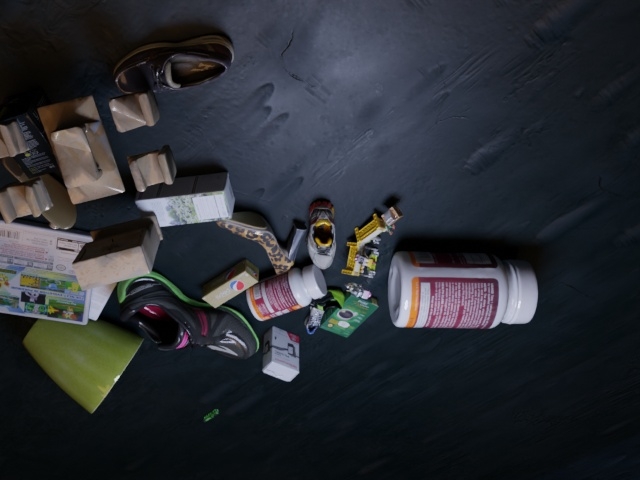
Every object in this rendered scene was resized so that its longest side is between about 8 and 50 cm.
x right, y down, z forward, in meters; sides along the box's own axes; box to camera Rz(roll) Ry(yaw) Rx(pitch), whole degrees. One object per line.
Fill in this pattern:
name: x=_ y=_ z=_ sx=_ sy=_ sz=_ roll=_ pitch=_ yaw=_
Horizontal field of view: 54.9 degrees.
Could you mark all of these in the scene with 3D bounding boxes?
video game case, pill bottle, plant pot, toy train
video game case: x=-0.816 y=0.087 z=1.753 sx=0.328 sy=0.036 sz=0.300 roll=11 pitch=114 yaw=-14
pill bottle: x=-0.101 y=0.153 z=1.847 sx=0.221 sy=0.121 sz=0.121 roll=-20 pitch=130 yaw=15
pill bottle: x=0.408 y=0.146 z=1.802 sx=0.392 sy=0.224 sz=0.224 roll=2 pitch=132 yaw=-4
plant pot: x=-0.752 y=0.339 z=1.913 sx=0.293 sy=0.275 sz=0.275 roll=36 pitch=123 yaw=-10
toy train: x=-0.420 y=0.673 z=2.365 sx=0.017 sy=0.024 sz=0.083 roll=34 pitch=122 yaw=-29

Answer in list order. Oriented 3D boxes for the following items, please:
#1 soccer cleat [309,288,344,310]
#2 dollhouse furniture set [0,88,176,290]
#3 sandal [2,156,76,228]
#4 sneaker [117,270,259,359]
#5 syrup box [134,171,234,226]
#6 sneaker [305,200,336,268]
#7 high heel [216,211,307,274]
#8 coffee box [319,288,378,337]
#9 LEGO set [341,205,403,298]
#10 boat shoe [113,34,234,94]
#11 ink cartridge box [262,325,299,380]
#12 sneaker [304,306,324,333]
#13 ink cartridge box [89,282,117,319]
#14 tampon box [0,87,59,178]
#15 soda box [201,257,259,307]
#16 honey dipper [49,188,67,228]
soccer cleat: x=-0.014 y=0.183 z=1.908 sx=0.178 sy=0.072 sz=0.060 roll=1 pitch=132 yaw=2
dollhouse furniture set: x=-0.509 y=-0.127 z=1.412 sx=0.362 sy=0.256 sz=0.394 roll=-15 pitch=110 yaw=-5
sandal: x=-0.728 y=-0.135 z=1.596 sx=0.079 sy=0.088 sz=0.240 roll=5 pitch=136 yaw=53
sneaker: x=-0.409 y=0.272 z=1.882 sx=0.482 sy=0.202 sz=0.185 roll=29 pitch=125 yaw=-26
syrup box: x=-0.353 y=-0.106 z=1.614 sx=0.236 sy=0.096 sz=0.093 roll=-6 pitch=129 yaw=4
sneaker: x=0.000 y=0.000 z=1.733 sx=0.088 sy=0.093 sz=0.225 roll=-4 pitch=133 yaw=1
high heel: x=-0.183 y=0.018 z=1.735 sx=0.261 sy=0.093 sz=0.186 roll=9 pitch=126 yaw=-22
coffee box: x=0.090 y=0.234 z=1.985 sx=0.113 sy=0.040 sz=0.184 roll=23 pitch=127 yaw=-22
LEGO set: x=0.159 y=0.022 z=1.759 sx=0.107 sy=0.132 sz=0.287 roll=13 pitch=109 yaw=-36
boat shoe: x=-0.331 y=-0.380 z=1.369 sx=0.285 sy=0.092 sz=0.103 roll=-10 pitch=132 yaw=6
ink cartridge box: x=-0.129 y=0.372 z=2.023 sx=0.109 sy=0.150 sz=0.063 roll=26 pitch=126 yaw=-25
sneaker: x=-0.014 y=0.250 z=1.983 sx=0.052 sy=0.058 sz=0.135 roll=10 pitch=130 yaw=-12
ink cartridge box: x=-0.707 y=0.112 z=1.836 sx=0.189 sy=0.066 sz=0.232 roll=26 pitch=107 yaw=-24
tampon box: x=-0.672 y=-0.251 z=1.448 sx=0.101 sy=0.120 sz=0.161 roll=-14 pitch=131 yaw=8
soda box: x=-0.273 y=0.130 z=1.859 sx=0.181 sy=0.058 sz=0.061 roll=-32 pitch=127 yaw=22
honey dipper: x=-0.691 y=-0.095 z=1.650 sx=0.030 sy=0.030 sz=0.161 roll=22 pitch=126 yaw=-22
